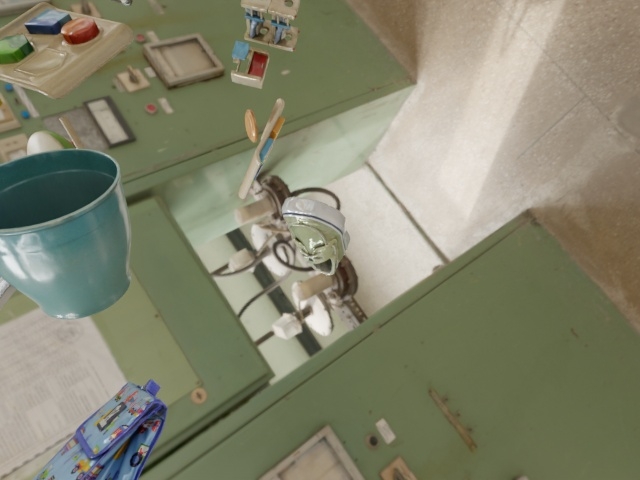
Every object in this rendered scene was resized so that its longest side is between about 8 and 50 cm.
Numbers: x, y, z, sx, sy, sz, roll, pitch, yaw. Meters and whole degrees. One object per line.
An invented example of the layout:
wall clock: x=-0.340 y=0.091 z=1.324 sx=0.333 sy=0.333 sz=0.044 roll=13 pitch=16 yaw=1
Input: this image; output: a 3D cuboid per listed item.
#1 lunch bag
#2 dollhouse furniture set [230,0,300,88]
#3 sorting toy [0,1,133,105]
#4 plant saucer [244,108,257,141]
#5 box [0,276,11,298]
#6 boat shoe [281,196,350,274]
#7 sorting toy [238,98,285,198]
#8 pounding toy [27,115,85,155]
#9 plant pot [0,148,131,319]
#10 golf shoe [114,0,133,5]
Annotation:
lunch bag: x=-0.408 y=0.410 z=0.926 sx=0.138 sy=0.293 sz=0.221 roll=44 pitch=152 yaw=-21
dollhouse furniture set: x=-0.127 y=-0.470 z=1.110 sx=0.128 sy=0.184 sz=0.129 roll=13 pitch=166 yaw=-2
sorting toy: x=-0.514 y=-0.322 z=0.834 sx=0.229 sy=0.307 sz=0.041 roll=23 pitch=149 yaw=17
plant saucer: x=-0.180 y=-0.295 z=1.223 sx=0.083 sy=0.013 sz=0.084 roll=166 pitch=90 yaw=-71
box: x=-0.782 y=0.067 z=1.067 sx=0.184 sy=0.103 sz=0.261 roll=42 pitch=120 yaw=-17
boat shoe: x=0.000 y=0.000 z=0.940 sx=0.109 sy=0.094 sz=0.302 roll=9 pitch=167 yaw=19
sorting toy: x=-0.145 y=-0.228 z=1.205 sx=0.038 sy=0.208 sz=0.193 roll=23 pitch=149 yaw=-11
pounding toy: x=-0.617 y=-0.203 z=1.194 sx=0.236 sy=0.110 sz=0.183 roll=-14 pitch=105 yaw=35
plant pot: x=-0.488 y=0.002 z=0.903 sx=0.271 sy=0.271 sz=0.255 roll=35 pitch=140 yaw=37
golf shoe: x=-0.591 y=-0.700 z=1.260 sx=0.198 sy=0.094 sz=0.077 roll=32 pitch=120 yaw=8
